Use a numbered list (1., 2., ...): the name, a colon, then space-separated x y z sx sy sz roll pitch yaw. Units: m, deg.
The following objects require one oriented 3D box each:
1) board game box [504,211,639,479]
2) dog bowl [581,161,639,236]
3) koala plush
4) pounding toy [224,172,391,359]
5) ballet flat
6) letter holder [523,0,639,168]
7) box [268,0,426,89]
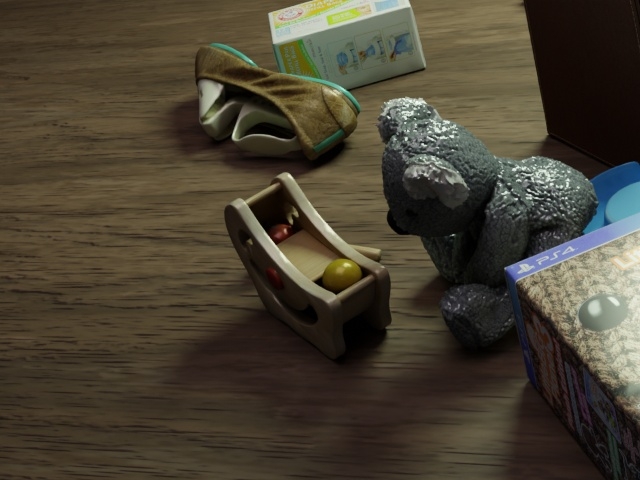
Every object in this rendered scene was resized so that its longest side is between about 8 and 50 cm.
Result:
1. board game box: 0.337 0.106 1.267 0.232 0.141 0.291 -22 33 -8
2. dog bowl: 0.418 -0.031 1.499 0.297 0.074 0.166 -17 32 2
3. koala plush: 0.148 -0.047 1.456 0.203 0.221 0.196 -41 26 19
4. pounding toy: 0.000 0.000 1.572 0.154 0.154 0.269 -31 35 -20
5. ballet flat: -0.091 -0.183 1.956 0.342 0.116 0.124 26 71 42
6. letter holder: 0.361 -0.247 1.636 0.152 0.302 0.214 -28 34 -16
7. box: 0.035 -0.287 2.033 0.203 0.103 0.114 -16 33 2
